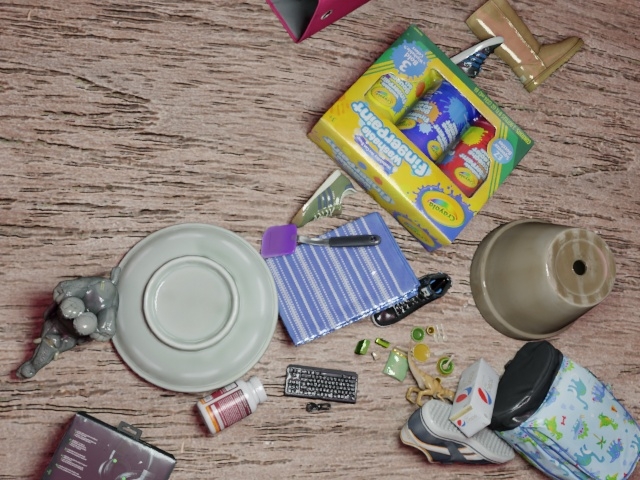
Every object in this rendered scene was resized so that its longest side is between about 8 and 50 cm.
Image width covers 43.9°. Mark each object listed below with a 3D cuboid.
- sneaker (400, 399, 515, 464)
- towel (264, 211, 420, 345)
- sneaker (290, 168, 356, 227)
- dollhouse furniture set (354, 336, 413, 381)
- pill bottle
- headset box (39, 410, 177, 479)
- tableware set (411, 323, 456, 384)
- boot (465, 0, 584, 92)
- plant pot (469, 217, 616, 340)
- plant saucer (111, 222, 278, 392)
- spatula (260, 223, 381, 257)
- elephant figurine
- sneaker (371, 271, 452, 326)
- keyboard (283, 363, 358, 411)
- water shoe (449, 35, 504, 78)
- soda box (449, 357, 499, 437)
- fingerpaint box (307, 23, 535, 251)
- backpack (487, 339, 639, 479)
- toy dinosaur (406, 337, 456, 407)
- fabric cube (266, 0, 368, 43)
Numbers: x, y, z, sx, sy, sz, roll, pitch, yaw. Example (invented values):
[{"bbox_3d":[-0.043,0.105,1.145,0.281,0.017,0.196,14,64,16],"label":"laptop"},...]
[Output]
[{"bbox_3d":[0.332,0.483,1.949,0.321,0.127,0.126,27,36,-29],"label":"sneaker"},{"bbox_3d":[0.043,0.087,1.917,0.336,0.040,0.243,-24,67,-6],"label":"towel"},{"bbox_3d":[0.016,-0.088,1.985,0.086,0.064,0.192,40,71,0],"label":"sneaker"},{"bbox_3d":[0.164,0.288,1.964,0.151,0.058,0.076,26,76,-9],"label":"dollhouse furniture set"},{"bbox_3d":[-0.204,0.378,1.842,0.152,0.086,0.086,-26,88,-16],"label":"pill bottle"},{"bbox_3d":[-0.477,0.533,1.723,0.246,0.131,0.283,27,75,-8],"label":"headset box"},{"bbox_3d":[0.287,0.290,2.013,0.104,0.024,0.154,-11,84,-15],"label":"tableware set"},{"bbox_3d":[0.570,-0.576,2.198,0.236,0.089,0.269,-41,91,-17],"label":"boot"},{"bbox_3d":[0.576,0.086,1.989,0.323,0.280,0.323,2,81,-13],"label":"plant pot"},{"bbox_3d":[-0.294,0.147,1.824,0.400,0.100,0.400,1,80,-6],"label":"plant saucer"},{"bbox_3d":[0.000,0.000,1.930,0.296,0.030,0.084,0,66,7],"label":"spatula"},{"bbox_3d":[-0.558,0.184,1.763,0.186,0.239,0.169,3,57,-43],"label":"elephant figurine"},{"bbox_3d":[0.229,0.138,1.973,0.217,0.121,0.079,-31,88,-17],"label":"sneaker"},{"bbox_3d":[0.002,0.364,1.930,0.180,0.023,0.108,9,79,-12],"label":"keyboard"},{"bbox_3d":[0.409,-0.479,2.142,0.203,0.073,0.080,-27,100,4],"label":"water shoe"},{"bbox_3d":[0.376,0.378,1.930,0.069,0.074,0.216,45,29,-4],"label":"soda box"},{"bbox_3d":[0.257,-0.258,2.025,0.445,0.163,0.371,44,73,-4],"label":"fingerpaint box"},{"bbox_3d":[0.617,0.461,1.969,0.290,0.273,0.355,-45,107,-31],"label":"backpack"},{"bbox_3d":[0.258,0.354,1.973,0.211,0.064,0.112,42,74,-7],"label":"toy dinosaur"},{"bbox_3d":[-0.001,-0.698,1.988,0.258,0.254,0.259,-34,89,-19],"label":"fabric cube"}]
